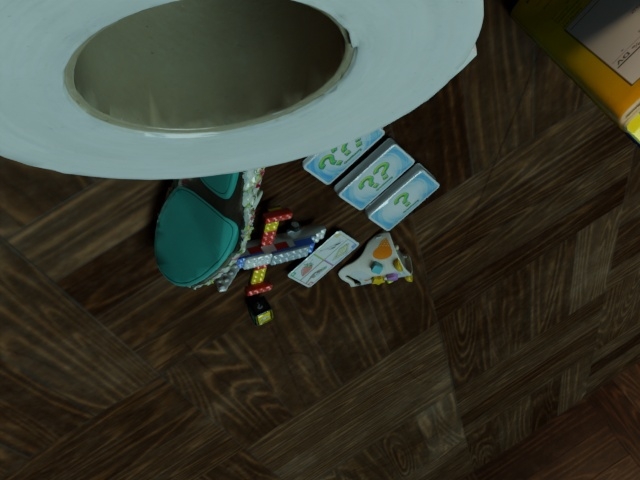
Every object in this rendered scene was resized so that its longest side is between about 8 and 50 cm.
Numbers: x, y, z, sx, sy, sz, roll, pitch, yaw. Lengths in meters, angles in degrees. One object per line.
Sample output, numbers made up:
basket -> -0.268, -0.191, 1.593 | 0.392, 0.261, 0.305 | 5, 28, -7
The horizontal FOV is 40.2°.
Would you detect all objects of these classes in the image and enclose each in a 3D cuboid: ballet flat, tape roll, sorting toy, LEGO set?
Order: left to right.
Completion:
tape roll -> -0.062, -0.128, 0.460 | 0.286, 0.100, 0.286 | -10, 164, -3
ballet flat -> -0.072, -0.052, 0.702 | 0.077, 0.091, 0.241 | -39, 164, -42
LEGO set -> 0.000, 0.000, 0.874 | 0.244, 0.060, 0.182 | -41, 147, 11
sorting toy -> 0.062, 0.033, 1.010 | 0.075, 0.045, 0.083 | -21, 154, 15

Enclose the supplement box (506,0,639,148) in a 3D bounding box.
supplement box -> 0.296, -0.142, 0.625 | 0.195, 0.356, 0.194 | 39, 110, -16
